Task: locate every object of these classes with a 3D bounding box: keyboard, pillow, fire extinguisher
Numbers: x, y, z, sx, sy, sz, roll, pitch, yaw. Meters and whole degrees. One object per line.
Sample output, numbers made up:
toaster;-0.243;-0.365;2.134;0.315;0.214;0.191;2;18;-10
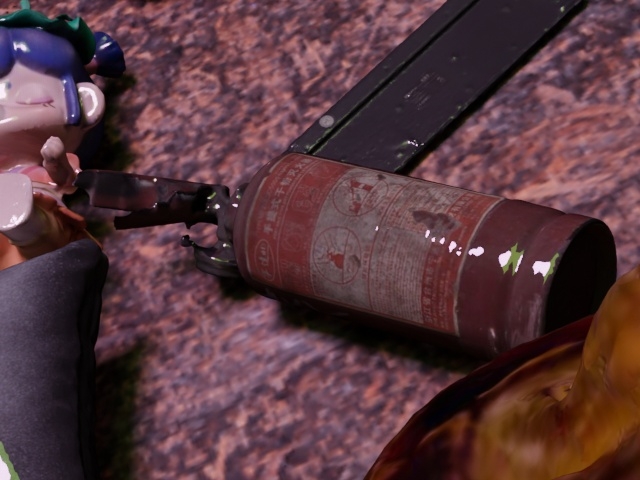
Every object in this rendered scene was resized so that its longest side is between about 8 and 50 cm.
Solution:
keyboard;0.055;-0.081;0.865;0.195;0.018;0.060;-43;57;-16
pillow;-0.208;0.108;0.749;0.250;0.106;0.186;-18;47;12
fire extinguisher;0.004;-0.006;0.760;0.252;0.106;0.075;16;79;31

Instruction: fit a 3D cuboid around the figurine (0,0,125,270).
figurine;-0.168;-0.048;0.874;0.111;0.102;0.195;-11;52;9

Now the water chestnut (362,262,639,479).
water chestnut;0.128;0.129;0.444;0.335;0.347;0.335;-15;37;12
